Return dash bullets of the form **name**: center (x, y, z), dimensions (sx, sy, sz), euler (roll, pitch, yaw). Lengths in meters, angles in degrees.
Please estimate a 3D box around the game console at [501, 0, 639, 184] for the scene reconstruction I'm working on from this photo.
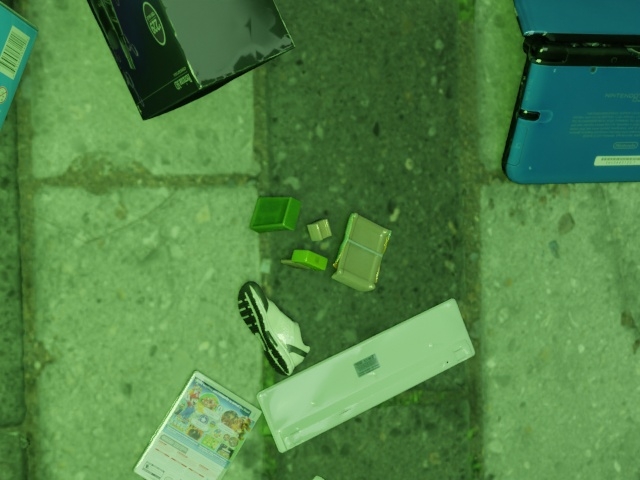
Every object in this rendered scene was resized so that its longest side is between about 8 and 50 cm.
- **game console**: center (0.339, -0.215, 1.336), dimensions (0.293, 0.173, 0.250), euler (-2, 122, -19)

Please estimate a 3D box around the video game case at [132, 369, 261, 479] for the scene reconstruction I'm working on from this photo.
- **video game case**: center (-0.129, 0.210, 1.179), dimensions (0.087, 0.011, 0.122), euler (35, 79, -15)

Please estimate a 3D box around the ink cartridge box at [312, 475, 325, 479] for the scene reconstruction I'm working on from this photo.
- **ink cartridge box**: center (0.040, 0.388, 1.174), dimensions (0.232, 0.066, 0.189), euler (28, 69, 28)

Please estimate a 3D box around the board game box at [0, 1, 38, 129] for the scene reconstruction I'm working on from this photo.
- **board game box**: center (-0.431, -0.084, 0.946), dimensions (0.301, 0.086, 0.308), euler (16, 83, 21)

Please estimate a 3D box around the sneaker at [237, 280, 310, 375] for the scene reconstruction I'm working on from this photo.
- **sneaker**: center (-0.050, 0.089, 1.198), dimensions (0.043, 0.040, 0.109), euler (-35, 105, -33)

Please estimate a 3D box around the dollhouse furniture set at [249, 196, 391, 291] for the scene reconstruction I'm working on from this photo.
- **dollhouse furniture set**: center (0.000, 0.000, 1.219), dimensions (0.151, 0.058, 0.076), euler (25, 74, -37)

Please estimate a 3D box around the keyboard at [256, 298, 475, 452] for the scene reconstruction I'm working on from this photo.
- **keyboard**: center (0.055, 0.147, 1.245), dimensions (0.256, 0.014, 0.072), euler (-24, 93, -18)

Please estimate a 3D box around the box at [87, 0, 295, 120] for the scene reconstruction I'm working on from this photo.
- **box**: center (-0.139, -0.224, 1.045), dimensions (0.103, 0.261, 0.184), euler (-30, 99, -17)
